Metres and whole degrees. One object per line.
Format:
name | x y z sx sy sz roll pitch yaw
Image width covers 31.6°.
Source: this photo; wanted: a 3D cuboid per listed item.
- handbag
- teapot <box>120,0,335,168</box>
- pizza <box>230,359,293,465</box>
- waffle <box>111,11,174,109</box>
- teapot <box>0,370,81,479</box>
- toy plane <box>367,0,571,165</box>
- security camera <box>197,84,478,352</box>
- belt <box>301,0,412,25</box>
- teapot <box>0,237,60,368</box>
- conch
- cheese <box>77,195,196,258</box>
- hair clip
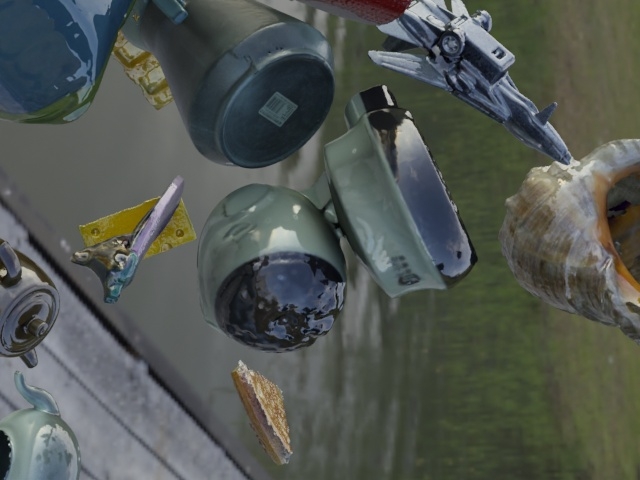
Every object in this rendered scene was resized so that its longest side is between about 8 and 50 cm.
handbag | -0.296 -0.234 0.889 0.222 0.263 0.241 -66 156 -14
teapot | -0.111 -0.201 1.164 0.225 0.171 0.203 48 5 32
pizza | -0.094 0.276 1.865 0.195 0.052 0.185 -29 94 -83
waffle | -0.244 -0.327 1.630 0.274 0.168 0.057 51 10 -39
teapot | -0.474 0.363 1.800 0.129 0.193 0.294 23 80 -42
toy plane | 0.196 -0.189 1.310 0.212 0.267 0.088 -39 164 -44
security camera | 0.000 0.000 1.146 0.197 0.277 0.191 58 12 -46
belt | 0.022 -0.300 1.169 0.128 0.124 0.201 -71 -158 8
teapot | -0.222 0.043 0.805 0.076 0.068 0.121 -40 148 -39
conch | 0.431 0.007 1.585 0.352 0.297 0.210 51 12 14
cheese | -0.323 -0.007 1.909 0.171 0.126 0.093 -22 94 -44
hair clip | -0.269 -0.020 1.737 0.358 0.096 0.110 -54 139 -63
